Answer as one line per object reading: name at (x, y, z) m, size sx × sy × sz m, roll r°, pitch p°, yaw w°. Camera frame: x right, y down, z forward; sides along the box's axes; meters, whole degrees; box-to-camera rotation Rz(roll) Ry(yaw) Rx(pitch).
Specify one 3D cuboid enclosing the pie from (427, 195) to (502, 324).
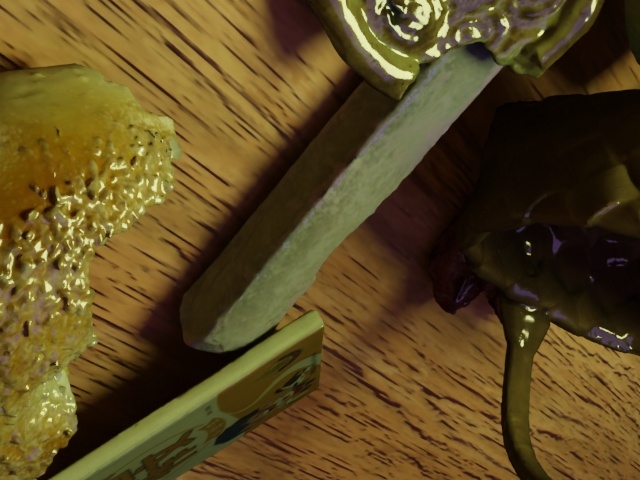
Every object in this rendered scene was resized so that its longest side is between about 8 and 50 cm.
pie at (0.199, -0.001, 1.231) m, size 0.204 × 0.054 × 0.218 m, roll -46°, pitch 142°, yaw 9°

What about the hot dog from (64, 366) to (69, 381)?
hot dog at (-0.238, 0.110, 0.936) m, size 0.169 × 0.061 × 0.078 m, roll -31°, pitch 116°, yaw 21°

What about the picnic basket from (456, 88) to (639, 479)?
picnic basket at (0.255, 0.074, 1.039) m, size 0.337 × 0.293 × 0.337 m, roll 2°, pitch 87°, yaw -38°

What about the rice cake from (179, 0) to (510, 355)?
rice cake at (0.031, -0.066, 0.992) m, size 0.399 × 0.064 × 0.070 m, roll -49°, pitch 139°, yaw 13°

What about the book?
book at (-0.124, 0.170, 1.092) m, size 0.295 × 0.020 × 0.208 m, roll -32°, pitch 164°, yaw -12°

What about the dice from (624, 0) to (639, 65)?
dice at (0.388, -0.203, 0.957) m, size 0.252 × 0.249 × 0.255 m, roll 31°, pitch 78°, yaw -50°

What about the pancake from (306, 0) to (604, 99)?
pancake at (0.099, -0.198, 0.880) m, size 0.235 × 0.029 × 0.212 m, roll -15°, pitch 119°, yaw -11°

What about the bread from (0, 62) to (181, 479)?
bread at (-0.227, 0.034, 0.773) m, size 0.314 × 0.171 × 0.192 m, roll -53°, pitch 147°, yaw 16°
